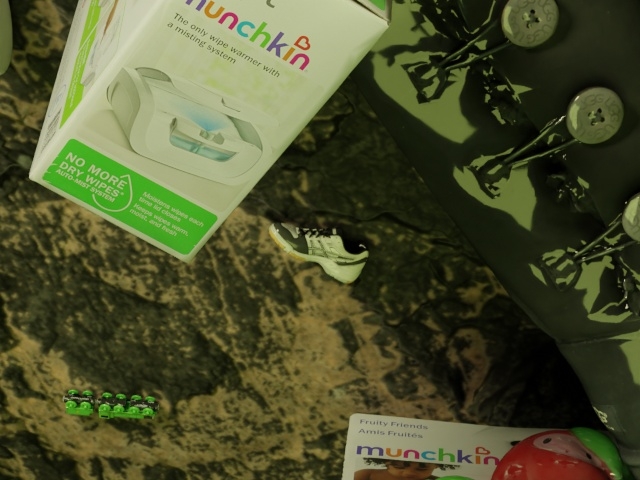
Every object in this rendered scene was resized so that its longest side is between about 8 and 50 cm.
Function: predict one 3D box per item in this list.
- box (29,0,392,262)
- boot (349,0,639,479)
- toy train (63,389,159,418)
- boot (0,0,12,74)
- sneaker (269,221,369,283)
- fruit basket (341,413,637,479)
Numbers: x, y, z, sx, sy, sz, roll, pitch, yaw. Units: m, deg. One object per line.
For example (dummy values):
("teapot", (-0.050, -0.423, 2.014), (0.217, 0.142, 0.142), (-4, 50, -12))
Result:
("box", (-0.063, -0.165, 1.217), (0.127, 0.262, 0.231), (29, 126, -19))
("boot", (0.252, -0.095, 1.325), (0.367, 0.146, 0.445), (-37, 104, -2))
("toy train", (-0.180, 0.143, 1.648), (0.083, 0.017, 0.024), (5, 140, 1))
("boot", (-0.286, -0.197, 1.347), (0.086, 0.069, 0.190), (-6, 121, 20))
("sneaker", (0.000, 0.000, 1.504), (0.083, 0.032, 0.037), (26, 114, -21))
("fruit basket", (0.174, 0.216, 1.467), (0.327, 0.353, 0.165), (5, 118, 3))
